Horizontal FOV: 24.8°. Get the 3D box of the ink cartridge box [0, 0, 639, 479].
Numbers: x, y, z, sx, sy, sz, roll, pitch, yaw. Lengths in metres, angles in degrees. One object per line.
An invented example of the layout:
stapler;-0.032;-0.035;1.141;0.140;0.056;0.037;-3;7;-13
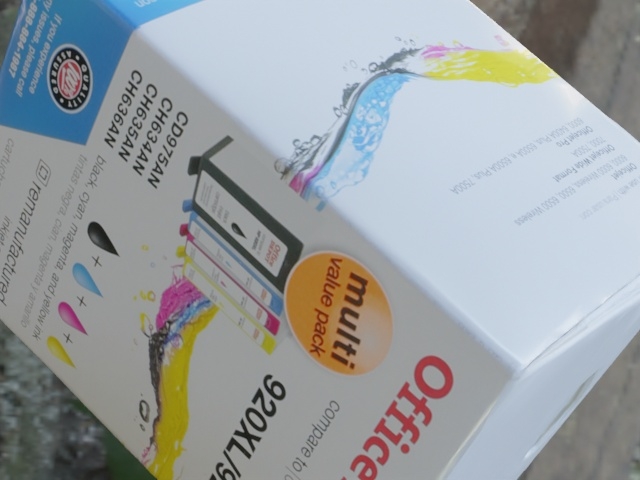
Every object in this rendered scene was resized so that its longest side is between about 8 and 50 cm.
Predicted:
ink cartridge box;0.000;0.000;0.586;0.232;0.171;0.168;42;40;17
